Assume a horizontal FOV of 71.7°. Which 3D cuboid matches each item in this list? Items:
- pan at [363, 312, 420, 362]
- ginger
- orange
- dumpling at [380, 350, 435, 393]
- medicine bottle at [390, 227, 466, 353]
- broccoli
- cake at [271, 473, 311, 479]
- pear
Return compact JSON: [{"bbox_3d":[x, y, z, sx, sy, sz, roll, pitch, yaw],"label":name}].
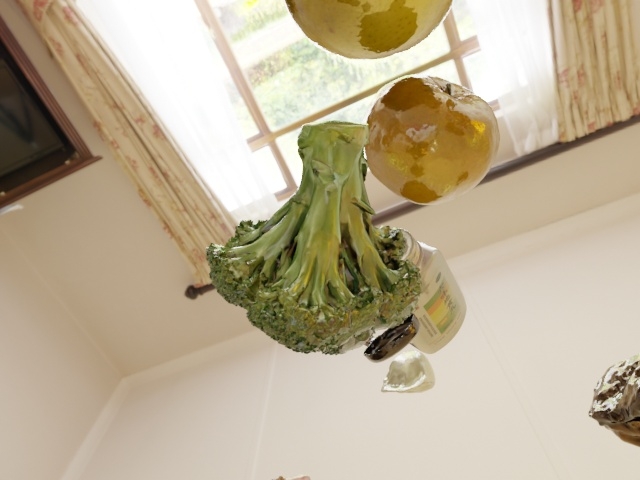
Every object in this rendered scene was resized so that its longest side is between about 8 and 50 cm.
[{"bbox_3d":[0.106,0.187,0.818,0.115,0.040,0.212,-35,-179,-29],"label":"pan"},{"bbox_3d":[0.693,0.312,0.851,0.223,0.269,0.200,31,-122,19],"label":"ginger"},{"bbox_3d":[0.217,-0.202,0.903,0.279,0.235,0.279,12,-143,-9],"label":"orange"},{"bbox_3d":[0.271,0.437,1.404,0.179,0.131,0.252,-24,-176,8],"label":"dumpling"},{"bbox_3d":[0.216,0.113,1.002,0.179,0.324,0.124,-47,-142,-12],"label":"medicine bottle"},{"bbox_3d":[0.000,0.000,0.502,0.254,0.269,0.269,2,-161,-11],"label":"broccoli"},{"bbox_3d":[-0.113,0.552,0.639,0.306,0.293,0.314,-6,-171,-17],"label":"cake"},{"bbox_3d":[0.081,-0.530,0.812,0.418,0.362,0.362,2,178,-44],"label":"pear"}]
